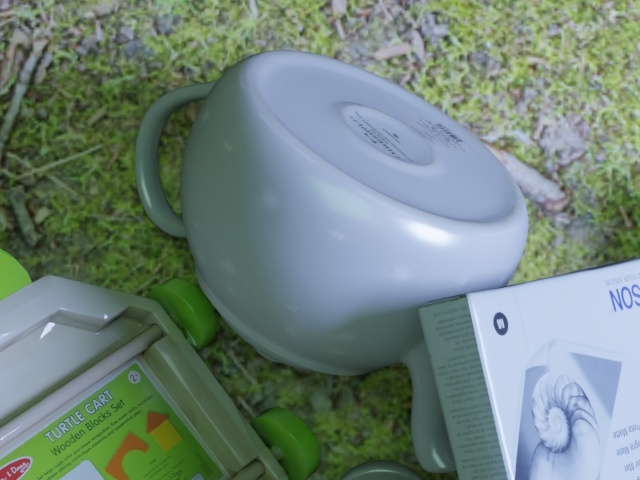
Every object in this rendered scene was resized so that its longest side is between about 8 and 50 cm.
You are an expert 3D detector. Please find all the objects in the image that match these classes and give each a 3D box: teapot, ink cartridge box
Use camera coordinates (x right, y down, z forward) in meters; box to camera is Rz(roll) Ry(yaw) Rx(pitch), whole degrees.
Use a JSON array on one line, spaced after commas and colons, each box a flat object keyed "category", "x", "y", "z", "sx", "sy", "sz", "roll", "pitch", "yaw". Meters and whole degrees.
[{"category": "teapot", "x": 0.000, "y": 0.000, "z": 1.004, "sx": 0.253, "sy": 0.256, "sz": 0.187, "roll": 21, "pitch": 117, "yaw": -17}, {"category": "ink cartridge box", "x": 0.165, "y": 0.131, "z": 0.923, "sx": 0.223, "sy": 0.045, "sz": 0.224, "roll": -9, "pitch": 86, "yaw": -48}]

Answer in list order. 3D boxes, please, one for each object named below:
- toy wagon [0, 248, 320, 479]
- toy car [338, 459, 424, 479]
[{"category": "toy wagon", "x": -0.166, "y": 0.124, "z": 0.970, "sx": 0.267, "sy": 0.068, "sz": 0.344, "roll": -34, "pitch": 84, "yaw": -40}, {"category": "toy car", "x": 0.077, "y": 0.239, "z": 0.986, "sx": 0.182, "sy": 0.159, "sz": 0.136, "roll": 5, "pitch": 114, "yaw": 1}]
